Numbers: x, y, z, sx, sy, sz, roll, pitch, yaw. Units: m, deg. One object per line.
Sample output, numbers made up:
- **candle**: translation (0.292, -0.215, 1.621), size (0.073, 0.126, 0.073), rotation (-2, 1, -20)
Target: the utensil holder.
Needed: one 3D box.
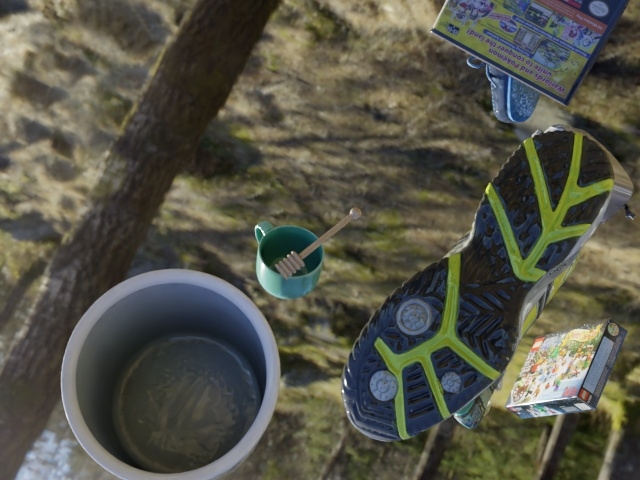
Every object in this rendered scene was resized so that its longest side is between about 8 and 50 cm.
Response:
- **utensil holder**: translation (-0.233, 0.256, 1.508), size (0.327, 0.327, 0.385), rotation (21, 162, 3)

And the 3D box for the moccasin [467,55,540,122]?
- **moccasin**: translation (0.359, -0.392, 1.699), size (0.117, 0.342, 0.138), rotation (4, 179, 43)

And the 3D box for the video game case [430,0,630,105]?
- **video game case**: translation (0.359, -0.401, 1.501), size (0.275, 0.248, 0.035), rotation (33, -158, 16)

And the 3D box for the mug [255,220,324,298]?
- **mug**: translation (-0.062, 0.040, 1.754), size (0.129, 0.158, 0.097), rotation (0, 140, -8)

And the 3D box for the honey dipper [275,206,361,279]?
- **honey dipper**: translation (0.000, 0.000, 1.391), size (0.030, 0.161, 0.030), rotation (50, 172, 10)

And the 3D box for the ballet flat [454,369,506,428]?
- **ballet flat**: translation (0.328, 0.295, 1.786), size (0.070, 0.188, 0.070), rotation (31, 155, 16)

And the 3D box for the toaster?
- **toaster**: translation (0.489, -0.121, 1.695), size (0.146, 0.129, 0.227), rotation (8, -137, -52)

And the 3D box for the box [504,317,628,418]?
- **box**: translation (0.436, 0.234, 1.606), size (0.044, 0.159, 0.233), rotation (34, 157, -9)

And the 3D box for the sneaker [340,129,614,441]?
- **sneaker**: translation (0.179, 0.066, 0.955), size (0.145, 0.384, 0.147), rotation (44, -176, 25)
